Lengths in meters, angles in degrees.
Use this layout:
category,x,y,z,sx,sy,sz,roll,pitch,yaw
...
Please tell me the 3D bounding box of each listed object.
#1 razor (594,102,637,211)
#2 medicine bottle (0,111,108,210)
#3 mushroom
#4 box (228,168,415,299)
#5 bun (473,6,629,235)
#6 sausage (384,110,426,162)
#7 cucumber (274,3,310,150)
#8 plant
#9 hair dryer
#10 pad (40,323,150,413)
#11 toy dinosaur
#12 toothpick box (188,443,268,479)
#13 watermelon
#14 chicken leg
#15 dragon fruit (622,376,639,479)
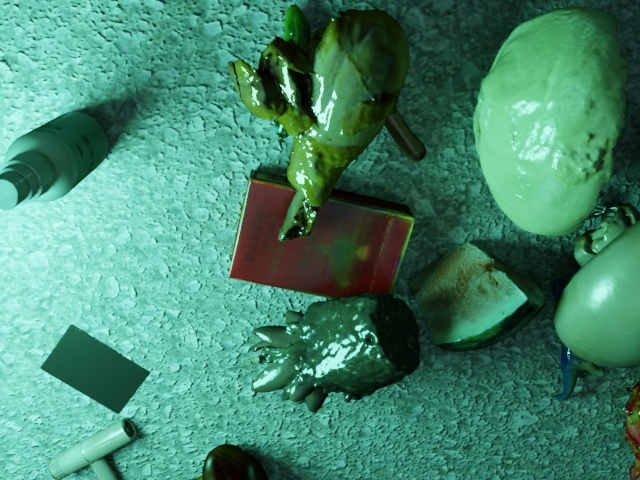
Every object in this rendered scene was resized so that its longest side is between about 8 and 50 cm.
category,x,y,z,sx,sy,sz,roll,pitch,yaw
razor,0.541,-0.159,1.250,0.084,0.036,0.211,11,105,-31
medicine bottle,-0.432,-0.121,1.045,0.110,0.352,0.110,-1,110,-2
mushroom,0.565,0.054,1.189,0.362,0.362,0.295,-40,67,11
box,-0.001,0.001,1.249,0.313,0.089,0.198,13,107,-7
bun,0.352,-0.192,1.076,0.202,0.364,0.365,5,110,10
sausage,0.138,-0.218,1.202,0.047,0.040,0.177,-32,107,10
cucumber,-0.050,-0.282,1.165,0.055,0.056,0.250,7,108,-5
plant,0.014,0.207,1.229,0.320,0.182,0.194,-26,140,33
hair dryer,-0.440,0.509,1.433,0.195,0.054,0.220,-31,109,8
pad,-0.467,0.269,1.371,0.190,0.004,0.127,36,105,-15
toy dinosaur,0.504,0.217,1.377,0.188,0.075,0.248,28,112,-2
toothpick box,-0.247,0.560,1.393,0.294,0.192,0.192,-31,108,14
watermelon,0.296,0.102,1.255,0.212,0.261,0.201,-36,80,13
chicken leg,-0.028,-0.196,1.086,0.295,0.182,0.410,11,108,-28
dragon fruit,0.727,0.389,1.358,0.210,0.205,0.268,24,92,-20
